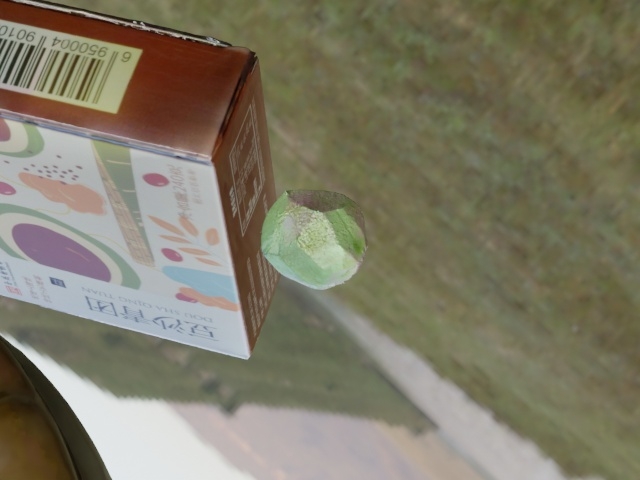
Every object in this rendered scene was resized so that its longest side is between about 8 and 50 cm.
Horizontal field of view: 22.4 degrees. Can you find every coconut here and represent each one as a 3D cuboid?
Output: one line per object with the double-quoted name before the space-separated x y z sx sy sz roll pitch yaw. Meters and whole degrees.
"coconut" 0.000 0.000 1.311 0.081 0.083 0.082 40 -179 -34

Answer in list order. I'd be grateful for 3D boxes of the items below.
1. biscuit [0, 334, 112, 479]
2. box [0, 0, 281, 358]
"biscuit" -0.249 0.129 0.584 0.115 0.366 0.268 70 -174 -64
"box" -0.225 -0.059 1.523 0.344 0.122 0.385 13 152 10
